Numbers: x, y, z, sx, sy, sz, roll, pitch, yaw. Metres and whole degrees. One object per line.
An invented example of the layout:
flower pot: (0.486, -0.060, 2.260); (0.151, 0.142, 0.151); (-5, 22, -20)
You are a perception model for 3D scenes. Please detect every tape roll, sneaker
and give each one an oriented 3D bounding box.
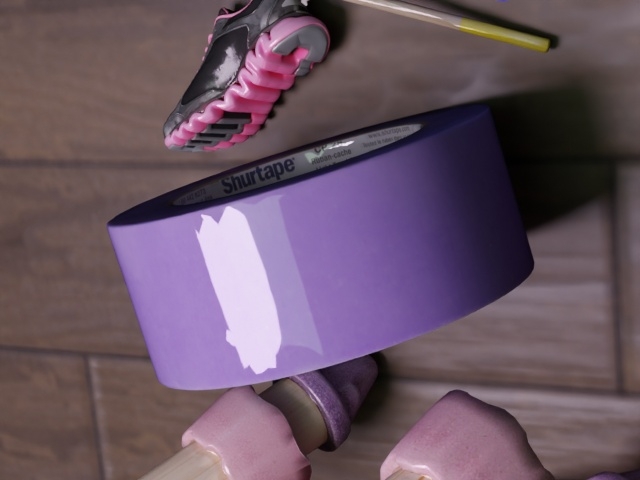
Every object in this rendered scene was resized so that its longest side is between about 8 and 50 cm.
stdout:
tape roll: (0.000, 0.000, 0.701); (0.189, 0.189, 0.080); (-13, 98, 31)
sneaker: (-0.046, -0.094, 0.789); (0.119, 0.047, 0.057); (-40, 63, 31)

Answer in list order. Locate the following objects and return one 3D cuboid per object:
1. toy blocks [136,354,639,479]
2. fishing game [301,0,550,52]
toy blocks: (0.086, 0.194, 0.714); (0.309, 0.260, 0.288); (62, 154, -10)
fishing game: (0.076, -0.220, 0.674); (0.189, 0.041, 0.264); (12, 120, 15)
